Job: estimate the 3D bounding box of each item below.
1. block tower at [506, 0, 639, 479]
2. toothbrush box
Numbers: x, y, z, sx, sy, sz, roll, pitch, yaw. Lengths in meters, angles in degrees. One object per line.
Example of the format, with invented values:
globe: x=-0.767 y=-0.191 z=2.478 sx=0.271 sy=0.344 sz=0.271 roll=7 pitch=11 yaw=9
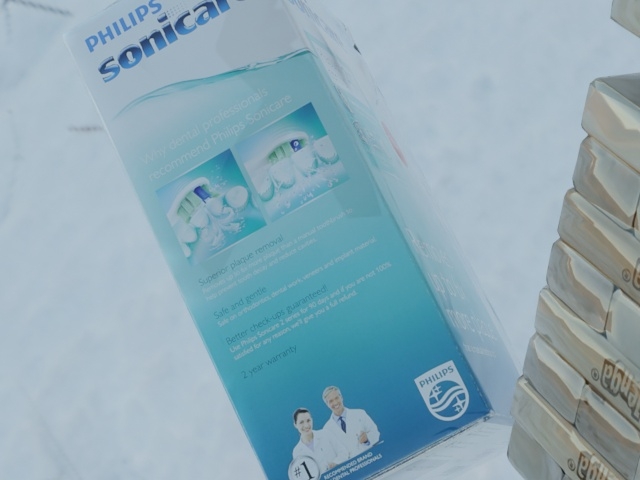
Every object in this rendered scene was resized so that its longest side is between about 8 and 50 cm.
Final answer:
block tower: x=0.133 y=-0.045 z=0.409 sx=0.091 sy=0.097 sz=0.335 roll=48 pitch=139 yaw=48
toothbrush box: x=0.000 y=0.000 z=0.899 sx=0.126 sy=0.216 sz=0.295 roll=-30 pitch=74 yaw=10
